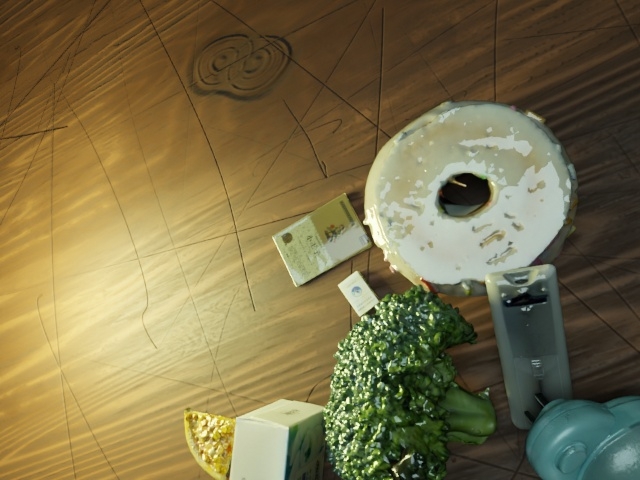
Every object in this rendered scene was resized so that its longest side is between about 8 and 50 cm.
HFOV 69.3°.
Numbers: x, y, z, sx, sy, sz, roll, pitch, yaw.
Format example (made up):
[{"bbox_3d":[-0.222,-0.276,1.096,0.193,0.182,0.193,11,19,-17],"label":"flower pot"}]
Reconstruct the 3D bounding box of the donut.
[{"bbox_3d":[0.276,-0.074,0.879,0.384,0.142,0.381,-4,80,20],"label":"donut"}]

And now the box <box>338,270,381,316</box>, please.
[{"bbox_3d":[0.082,0.113,0.981,0.054,0.024,0.083,-39,71,12],"label":"box"}]

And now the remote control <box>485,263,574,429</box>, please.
[{"bbox_3d":[0.363,0.196,0.786,0.110,0.055,0.312,-11,108,18],"label":"remote control"}]

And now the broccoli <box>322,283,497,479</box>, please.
[{"bbox_3d":[0.138,0.286,0.803,0.317,0.277,0.338,50,59,-12],"label":"broccoli"}]

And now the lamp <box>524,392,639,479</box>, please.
[{"bbox_3d":[0.452,0.332,0.709,0.284,0.147,0.209,23,104,2],"label":"lamp"}]

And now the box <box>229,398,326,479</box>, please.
[{"bbox_3d":[-0.079,0.465,0.882,0.116,0.203,0.273,2,81,20],"label":"box"}]

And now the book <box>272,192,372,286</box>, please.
[{"bbox_3d":[0.000,0.000,1.034,0.199,0.016,0.138,-30,72,13],"label":"book"}]

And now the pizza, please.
[{"bbox_3d":[-0.236,0.443,1.030,0.131,0.041,0.178,-27,73,12],"label":"pizza"}]
